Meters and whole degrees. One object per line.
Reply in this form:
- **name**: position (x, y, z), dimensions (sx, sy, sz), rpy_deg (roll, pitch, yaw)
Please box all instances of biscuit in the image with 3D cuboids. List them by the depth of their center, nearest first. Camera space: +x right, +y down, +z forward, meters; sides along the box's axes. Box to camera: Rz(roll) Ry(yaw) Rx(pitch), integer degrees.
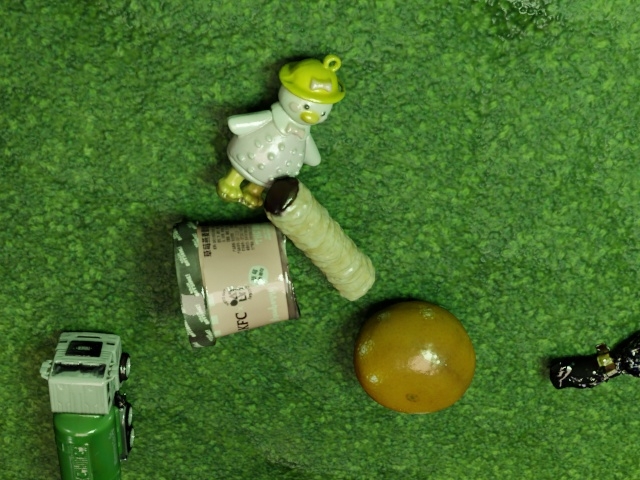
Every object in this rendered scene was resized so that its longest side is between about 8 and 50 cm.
- **biscuit**: position (0.000, 0.000, 1.141), dimensions (0.061, 0.055, 0.219), rpy_deg (-58, 140, -11)

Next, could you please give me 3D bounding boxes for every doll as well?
- **doll**: position (-0.041, -0.124, 1.086), dimensions (0.129, 0.081, 0.207), rpy_deg (19, 122, -34)

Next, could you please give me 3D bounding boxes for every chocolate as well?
- **chocolate**: position (0.376, 0.161, 1.286), dimensions (0.147, 0.070, 0.072), rpy_deg (-11, 133, 21)

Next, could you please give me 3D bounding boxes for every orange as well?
- **orange**: position (0.119, 0.146, 1.237), dimensions (0.156, 0.124, 0.156), rpy_deg (7, 140, 6)

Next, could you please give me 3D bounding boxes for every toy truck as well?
- **toy truck**: position (-0.310, 0.246, 1.309), dimensions (0.101, 0.125, 0.243), rpy_deg (3, 122, 0)

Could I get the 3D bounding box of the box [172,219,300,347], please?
- **box**: position (-0.098, 0.044, 1.164), dimensions (0.135, 0.151, 0.151), rpy_deg (-8, 123, -5)
